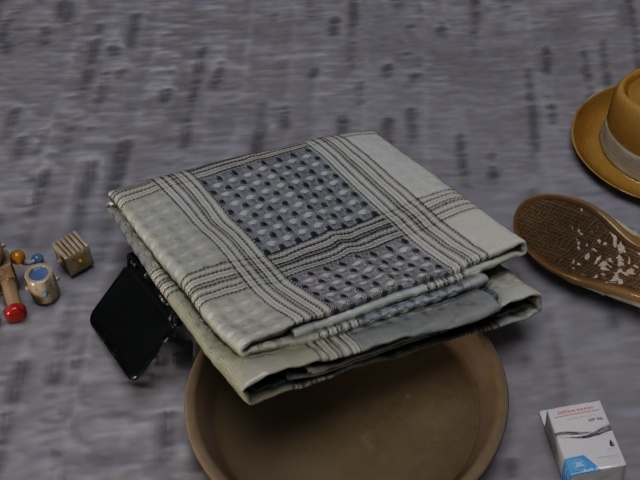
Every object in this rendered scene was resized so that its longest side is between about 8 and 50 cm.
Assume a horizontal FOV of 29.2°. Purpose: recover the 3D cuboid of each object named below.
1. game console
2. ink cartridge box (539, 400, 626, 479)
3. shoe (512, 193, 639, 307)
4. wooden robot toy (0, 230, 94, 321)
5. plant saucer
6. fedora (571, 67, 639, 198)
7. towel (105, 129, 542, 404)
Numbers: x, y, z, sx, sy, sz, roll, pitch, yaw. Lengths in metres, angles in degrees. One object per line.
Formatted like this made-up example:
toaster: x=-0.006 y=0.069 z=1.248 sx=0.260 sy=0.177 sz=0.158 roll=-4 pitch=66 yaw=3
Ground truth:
game console: x=-0.142 y=0.065 z=1.134 sx=0.107 sy=0.071 sz=0.122 roll=-5 pitch=28 yaw=-30
ink cartridge box: x=0.218 y=0.165 z=1.031 sx=0.048 sy=0.028 sz=0.083 roll=-10 pitch=46 yaw=-5
shoe: x=0.277 y=0.022 z=1.151 sx=0.219 sy=0.058 sz=0.076 roll=29 pitch=86 yaw=32
wooden robot toy: x=-0.304 y=0.028 z=1.164 sx=0.173 sy=0.079 sz=0.076 roll=-18 pitch=48 yaw=-12
plant saucer: x=0.022 y=0.140 z=1.062 sx=0.277 sy=0.041 sz=0.278 roll=-2 pitch=46 yaw=2
fedora: x=0.355 y=-0.121 z=1.257 sx=0.194 sy=0.079 sz=0.194 roll=-2 pitch=47 yaw=2
towel: x=0.000 y=0.000 z=1.124 sx=0.312 sy=0.056 sz=0.324 roll=-14 pitch=39 yaw=-26
